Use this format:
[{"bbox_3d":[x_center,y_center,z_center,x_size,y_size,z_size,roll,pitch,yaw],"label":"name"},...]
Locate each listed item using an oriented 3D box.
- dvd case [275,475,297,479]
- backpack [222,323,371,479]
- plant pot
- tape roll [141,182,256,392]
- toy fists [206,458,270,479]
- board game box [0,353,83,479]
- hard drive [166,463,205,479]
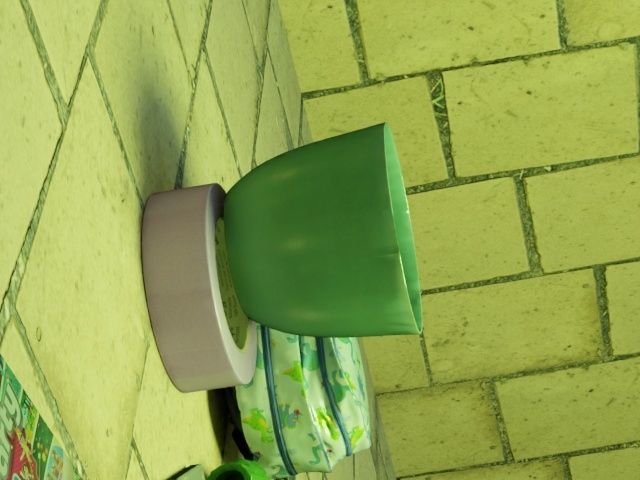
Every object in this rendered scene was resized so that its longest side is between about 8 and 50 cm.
[{"bbox_3d":[-0.067,0.319,2.599,0.238,0.030,0.179,-82,161,-68],"label":"dvd case"},{"bbox_3d":[-0.044,0.189,2.236,0.355,0.273,0.290,-74,163,-45],"label":"backpack"},{"bbox_3d":[0.000,0.000,2.021,0.293,0.235,0.293,-9,90,-83],"label":"plant pot"},{"bbox_3d":[-0.159,0.064,1.989,0.275,0.090,0.274,-9,90,-83],"label":"tape roll"},{"bbox_3d":[-0.100,0.433,1.974,0.142,0.096,0.279,40,41,-63],"label":"toy fists"},{"bbox_3d":[-0.254,0.220,1.060,0.303,0.098,0.224,71,12,-48],"label":"board game box"},{"bbox_3d":[-0.165,0.337,1.857,0.135,0.022,0.094,3,78,-83],"label":"hard drive"}]
